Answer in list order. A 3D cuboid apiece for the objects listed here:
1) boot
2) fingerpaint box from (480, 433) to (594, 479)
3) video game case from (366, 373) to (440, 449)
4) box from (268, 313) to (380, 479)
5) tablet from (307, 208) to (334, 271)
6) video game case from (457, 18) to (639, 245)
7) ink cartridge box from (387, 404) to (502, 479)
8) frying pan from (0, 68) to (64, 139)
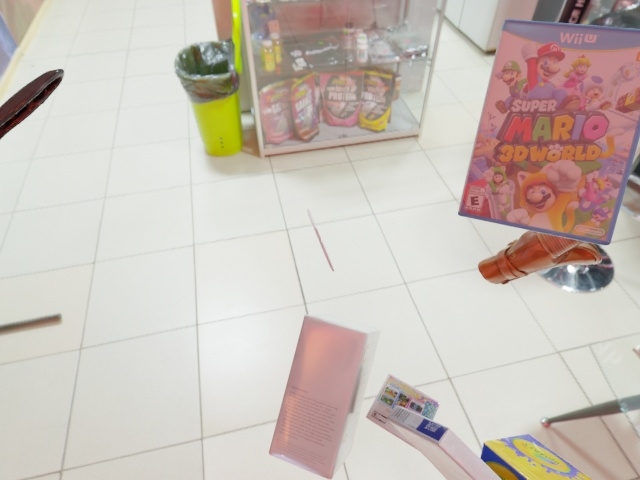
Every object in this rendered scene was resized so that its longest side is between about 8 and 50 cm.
[{"bbox_3d":[0.498,0.043,0.986,0.283,0.220,0.109,9,54,-53],"label":"boot"},{"bbox_3d":[0.489,0.671,0.828,0.163,0.371,0.445,4,10,-25],"label":"fingerpaint box"},{"bbox_3d":[0.223,0.455,1.163,0.157,0.019,0.143,26,52,18],"label":"video game case"},{"bbox_3d":[0.022,0.379,1.120,0.168,0.215,0.345,13,85,18],"label":"box"},{"bbox_3d":[0.000,0.000,0.611,0.006,0.083,0.054,-23,35,0],"label":"tablet"},{"bbox_3d":[0.192,-0.090,0.355,0.119,0.166,0.015,14,6,17],"label":"video game case"},{"bbox_3d":[0.269,0.451,0.897,0.224,0.223,0.045,47,71,-5],"label":"ink cartridge box"},{"bbox_3d":[-0.406,-0.046,0.471,0.053,0.197,0.326,45,53,-6],"label":"frying pan"}]
